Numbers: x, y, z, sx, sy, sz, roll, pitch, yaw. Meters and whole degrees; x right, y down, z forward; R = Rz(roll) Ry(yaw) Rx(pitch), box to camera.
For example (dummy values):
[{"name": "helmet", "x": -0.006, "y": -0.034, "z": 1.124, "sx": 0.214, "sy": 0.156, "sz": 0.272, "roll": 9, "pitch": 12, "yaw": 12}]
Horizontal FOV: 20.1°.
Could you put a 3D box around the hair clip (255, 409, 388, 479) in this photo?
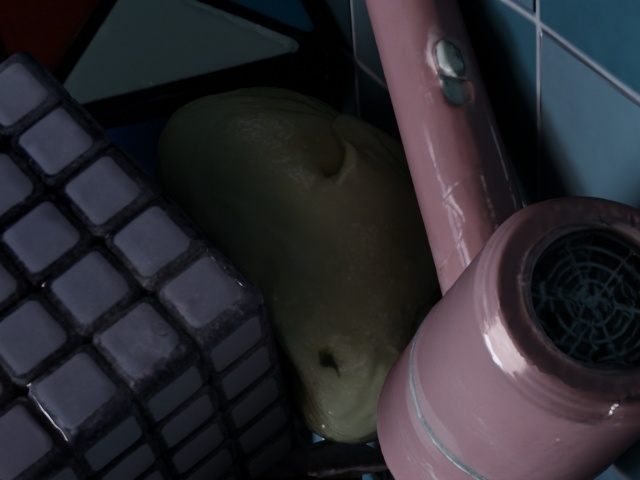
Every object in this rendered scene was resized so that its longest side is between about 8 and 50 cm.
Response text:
[{"name": "hair clip", "x": -0.040, "y": 0.156, "z": 1.321, "sx": 0.069, "sy": 0.300, "sz": 0.173, "roll": -31, "pitch": 61, "yaw": 26}]

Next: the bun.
[{"name": "bun", "x": 0.000, "y": 0.000, "z": 1.174, "sx": 0.259, "sy": 0.160, "sz": 0.259, "roll": 51, "pitch": 170, "yaw": 13}]

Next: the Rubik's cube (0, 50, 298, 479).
[{"name": "Rubik's cube", "x": -0.178, "y": 0.074, "z": 1.107, "sx": 0.237, "sy": 0.238, "sz": 0.237, "roll": 47, "pitch": 168, "yaw": 21}]

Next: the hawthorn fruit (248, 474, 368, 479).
[{"name": "hawthorn fruit", "x": 0.027, "y": 0.290, "z": 1.141, "sx": 0.316, "sy": 0.316, "sz": 0.316, "roll": 163, "pitch": 90, "yaw": -72}]

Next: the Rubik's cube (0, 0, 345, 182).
[{"name": "Rubik's cube", "x": -0.149, "y": -0.127, "z": 1.353, "sx": 0.246, "sy": 0.248, "sz": 0.250, "roll": 106, "pitch": 144, "yaw": -56}]

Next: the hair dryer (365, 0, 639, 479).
[{"name": "hair dryer", "x": 0.084, "y": -0.035, "z": 0.990, "sx": 0.210, "sy": 0.125, "sz": 0.353, "roll": 118, "pitch": 139, "yaw": -63}]
